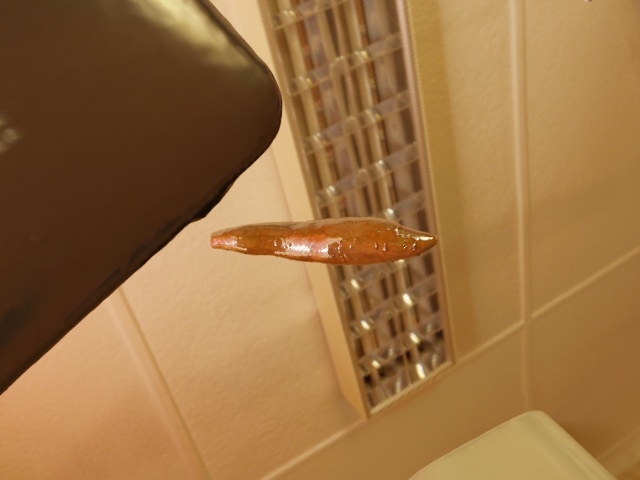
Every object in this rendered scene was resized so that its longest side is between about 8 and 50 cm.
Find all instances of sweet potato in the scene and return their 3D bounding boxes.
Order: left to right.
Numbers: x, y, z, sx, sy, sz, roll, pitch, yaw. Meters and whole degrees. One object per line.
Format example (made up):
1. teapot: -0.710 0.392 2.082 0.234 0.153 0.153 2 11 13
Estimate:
1. sweet potato: 0.000 0.001 0.830 0.057 0.265 0.057 -1 -90 -67

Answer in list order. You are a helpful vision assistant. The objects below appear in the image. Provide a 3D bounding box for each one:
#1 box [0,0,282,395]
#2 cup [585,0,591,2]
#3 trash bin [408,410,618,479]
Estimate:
1. box: -0.207 -0.073 0.386 0.290 0.073 0.289 -44 -81 -4
2. cup: 0.352 -0.422 0.769 0.312 0.205 0.205 -34 -43 22
3. trash bin: 0.188 0.290 0.576 0.219 0.250 0.219 -23 -48 -17
